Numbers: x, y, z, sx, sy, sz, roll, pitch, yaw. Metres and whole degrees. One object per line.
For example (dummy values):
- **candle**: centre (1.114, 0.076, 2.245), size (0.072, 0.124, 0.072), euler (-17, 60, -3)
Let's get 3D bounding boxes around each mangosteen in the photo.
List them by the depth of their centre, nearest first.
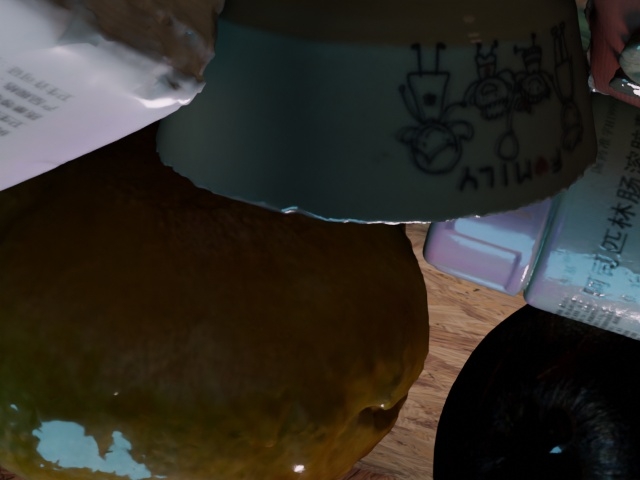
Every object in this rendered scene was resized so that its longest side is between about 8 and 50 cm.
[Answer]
- **mangosteen**: centre (0.237, 0.185, 1.299), size (0.300, 0.300, 0.300), euler (18, 166, 5)

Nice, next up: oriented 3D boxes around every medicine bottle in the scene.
- **medicine bottle**: centre (0.154, -0.020, 0.946), size (0.168, 0.135, 0.135), euler (18, 166, 6)

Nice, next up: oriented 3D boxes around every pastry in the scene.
- **pastry**: centre (-0.094, -0.002, 0.950), size (0.356, 0.356, 0.164), euler (24, 129, -18)

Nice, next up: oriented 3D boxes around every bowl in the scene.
- **bowl**: centre (0.028, -0.095, 0.774), size (0.211, 0.112, 0.211), euler (2, -155, -1)

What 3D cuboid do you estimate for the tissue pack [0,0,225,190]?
- **tissue pack**: centre (-0.243, -0.169, 0.687), size (0.266, 0.194, 0.356), euler (-17, 145, 37)

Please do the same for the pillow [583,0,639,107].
- **pillow**: centre (0.203, -0.084, 0.753), size (0.179, 0.075, 0.171), euler (14, 165, 15)
